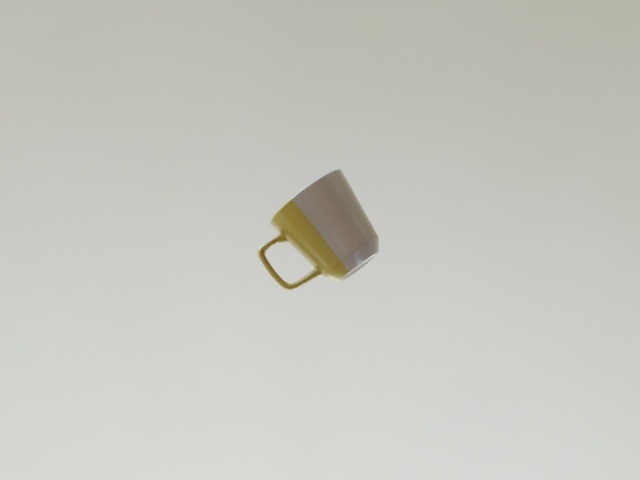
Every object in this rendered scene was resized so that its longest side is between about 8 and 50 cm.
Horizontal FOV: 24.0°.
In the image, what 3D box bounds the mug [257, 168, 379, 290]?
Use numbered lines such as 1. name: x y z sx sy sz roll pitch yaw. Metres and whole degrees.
1. mug: 0.003 -0.002 1.054 0.064 0.078 0.062 52 -152 7
